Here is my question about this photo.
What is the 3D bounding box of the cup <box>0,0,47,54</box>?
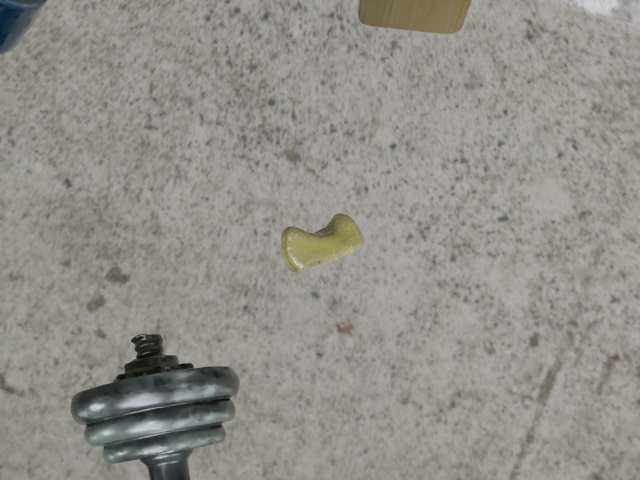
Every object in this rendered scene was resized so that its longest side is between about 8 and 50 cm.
[{"bbox_3d":[-0.185,-0.156,0.383,0.176,0.155,0.131,37,125,-19],"label":"cup"}]

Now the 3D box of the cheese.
[{"bbox_3d":[0.000,0.000,0.858,0.083,0.030,0.044,-20,94,-30],"label":"cheese"}]

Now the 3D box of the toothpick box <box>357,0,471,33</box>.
[{"bbox_3d":[0.134,-0.454,1.260,0.190,0.308,0.187,7,155,-4],"label":"toothpick box"}]

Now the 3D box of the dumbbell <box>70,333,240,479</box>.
[{"bbox_3d":[-0.089,0.185,0.590,0.110,0.110,0.255,-14,78,10],"label":"dumbbell"}]
